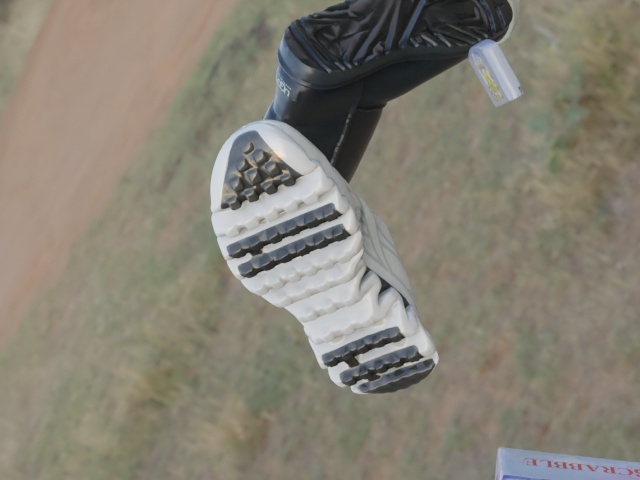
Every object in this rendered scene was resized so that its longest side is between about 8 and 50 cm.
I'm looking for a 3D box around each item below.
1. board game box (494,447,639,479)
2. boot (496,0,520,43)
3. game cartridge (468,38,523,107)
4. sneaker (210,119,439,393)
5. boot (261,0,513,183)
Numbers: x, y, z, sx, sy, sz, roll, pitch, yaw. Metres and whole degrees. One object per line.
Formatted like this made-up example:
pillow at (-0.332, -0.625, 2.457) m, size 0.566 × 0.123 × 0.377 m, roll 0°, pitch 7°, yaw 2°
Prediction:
board game box at (0.293, 0.351, 1.424) m, size 0.066 × 0.318 × 0.318 m, roll -74°, pitch -11°, yaw -73°
boot at (0.168, -0.317, 1.613) m, size 0.244 × 0.088 × 0.176 m, roll 71°, pitch -146°, yaw -61°
game cartridge at (0.143, -0.139, 1.363) m, size 0.017 × 0.056 × 0.083 m, roll -26°, pitch 1°, yaw -3°
sneaker at (0.000, 0.000, 1.288) m, size 0.110 × 0.292 × 0.118 m, roll -16°, pitch 46°, yaw 17°
boot at (0.042, -0.137, 1.520) m, size 0.246 × 0.094 × 0.207 m, roll -22°, pitch -25°, yaw -29°
